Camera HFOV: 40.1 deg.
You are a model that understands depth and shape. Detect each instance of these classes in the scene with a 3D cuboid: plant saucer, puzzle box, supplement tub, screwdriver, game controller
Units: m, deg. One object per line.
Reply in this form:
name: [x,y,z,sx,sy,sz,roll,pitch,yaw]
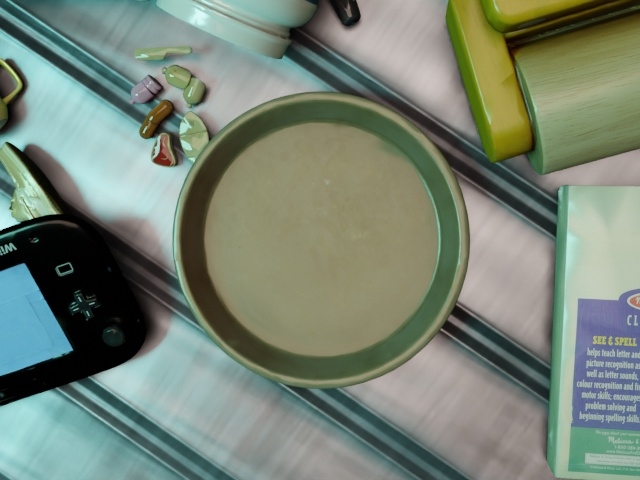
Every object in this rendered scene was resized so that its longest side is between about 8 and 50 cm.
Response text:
plant saucer: [0.000,0.000,0.829,0.278,0.041,0.277,0,93,5]
puzzle box: [0.417,0.088,0.793,0.409,0.052,0.272,3,93,5]
supplement tub: [-0.050,-0.274,0.760,0.144,0.144,0.199,25,104,3]
screwdriver: [0.001,-0.282,0.829,0.025,0.024,0.169,-16,84,-24]
game controller: [-0.332,0.085,0.827,0.319,0.067,0.166,-20,123,5]

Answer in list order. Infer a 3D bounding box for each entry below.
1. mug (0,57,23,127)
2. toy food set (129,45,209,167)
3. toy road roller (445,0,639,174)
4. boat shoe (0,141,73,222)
mug: [-0.330,-0.135,0.840,0.078,0.062,0.064,-39,97,12]
toy food set: [-0.146,-0.124,0.846,0.078,0.019,0.122,-1,100,5]
toy road roller: [0.204,-0.228,0.701,0.203,0.240,0.329,-16,91,5]
boat shoe: [-0.274,-0.032,0.843,0.045,0.050,0.135,-35,89,0]
